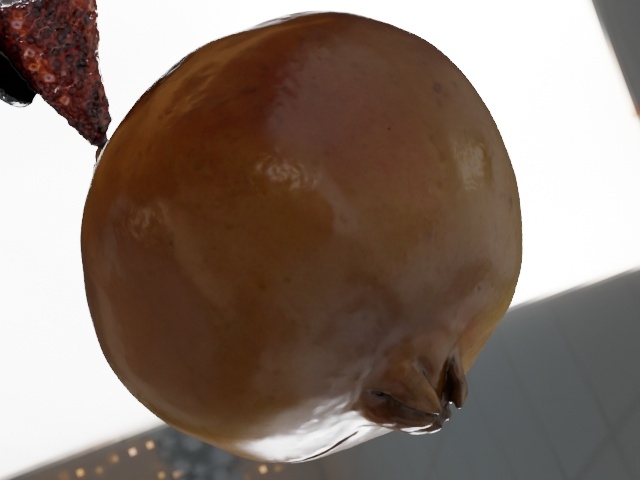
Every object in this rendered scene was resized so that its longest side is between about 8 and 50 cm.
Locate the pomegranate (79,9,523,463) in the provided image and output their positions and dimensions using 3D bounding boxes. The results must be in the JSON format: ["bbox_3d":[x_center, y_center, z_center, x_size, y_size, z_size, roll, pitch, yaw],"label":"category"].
[{"bbox_3d":[-0.005,-0.004,0.678,0.209,0.209,0.209,159,-90,-80],"label":"pomegranate"}]

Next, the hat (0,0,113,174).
[{"bbox_3d":[-0.171,-0.134,0.973,0.140,0.128,0.227,-101,172,-62],"label":"hat"}]
